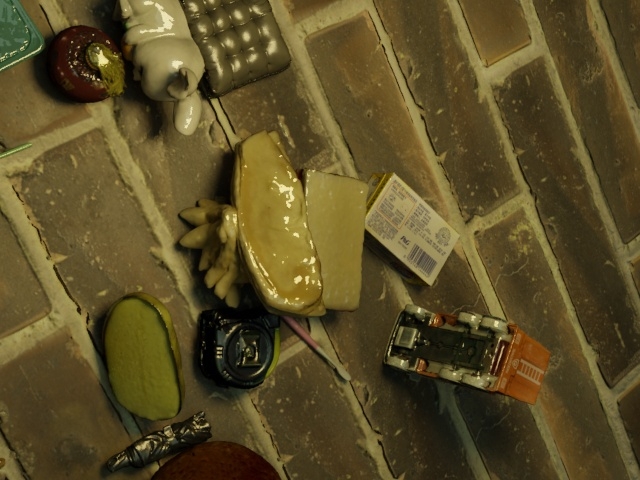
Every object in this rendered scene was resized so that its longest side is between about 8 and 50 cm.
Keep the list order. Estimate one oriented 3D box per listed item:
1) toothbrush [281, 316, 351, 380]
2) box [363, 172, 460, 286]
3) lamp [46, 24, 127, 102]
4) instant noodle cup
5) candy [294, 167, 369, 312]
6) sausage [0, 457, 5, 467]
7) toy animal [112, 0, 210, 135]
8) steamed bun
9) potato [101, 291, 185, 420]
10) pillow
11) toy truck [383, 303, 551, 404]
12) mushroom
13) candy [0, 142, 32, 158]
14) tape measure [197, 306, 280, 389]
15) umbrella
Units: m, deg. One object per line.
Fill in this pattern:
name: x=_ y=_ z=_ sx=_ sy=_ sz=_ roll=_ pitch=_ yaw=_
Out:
toothbrush: x=-0.024 y=0.239 z=2.132 sx=0.286 sy=0.025 sz=0.020 roll=47 pitch=70 yaw=-20
box: x=0.202 y=-0.026 z=2.221 sx=0.265 sy=0.097 sz=0.168 roll=39 pitch=71 yaw=-25
lamp: x=-0.468 y=-0.357 z=1.806 sx=0.157 sy=0.135 sz=0.156 roll=-19 pitch=99 yaw=-27
instant noodle cup: x=-0.648 y=-0.399 z=1.739 sx=0.179 sy=0.070 sz=0.157 roll=-36 pitch=106 yaw=-25
candy: x=0.000 y=0.000 z=2.083 sx=0.179 sy=0.135 sz=0.321 roll=4 pitch=90 yaw=-31
sausage: x=-0.680 y=0.444 z=1.744 sx=0.132 sy=0.024 sz=0.024 roll=-5 pitch=93 yaw=-29
toy animal: x=-0.320 y=-0.387 z=1.843 sx=0.154 sy=0.208 sz=0.325 roll=-26 pitch=65 yaw=-16
steamed bun: x=-0.157 y=-0.009 z=1.944 sx=0.247 sy=0.189 sz=0.428 roll=-8 pitch=73 yaw=-35
potato: x=-0.357 y=0.234 z=1.882 sx=0.111 sy=0.160 sz=0.272 roll=-38 pitch=118 yaw=-70
pillow: x=-0.208 y=-0.501 z=1.985 sx=0.228 sy=0.101 sz=0.326 roll=-27 pitch=101 yaw=-24
toy truck: x=0.344 y=0.275 z=2.144 sx=0.207 sy=0.387 sz=0.173 roll=29 pitch=76 yaw=-34
mushroom: x=-0.212 y=0.597 z=1.928 sx=0.334 sy=0.356 sz=0.331 roll=9 pitch=87 yaw=7
candy: x=-0.650 y=-0.153 z=1.756 sx=0.194 sy=0.058 sz=0.062 roll=-33 pitch=74 yaw=-36
tape measure: x=-0.172 y=0.239 z=1.995 sx=0.199 sy=0.112 sz=0.186 roll=-1 pitch=92 yaw=-29
umbrella: x=-0.345 y=0.440 z=1.922 sx=0.235 sy=0.059 sz=0.066 roll=-21 pitch=76 yaw=-30
